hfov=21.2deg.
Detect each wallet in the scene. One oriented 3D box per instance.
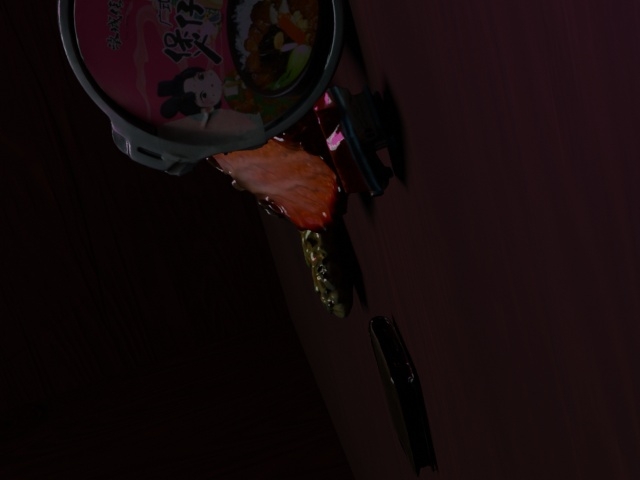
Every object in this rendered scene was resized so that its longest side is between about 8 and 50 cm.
[{"bbox_3d":[0.098,0.188,2.039,0.198,0.031,0.110,75,174,-46],"label":"wallet"}]

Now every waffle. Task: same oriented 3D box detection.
[{"bbox_3d":[0.003,-0.001,2.308,0.204,0.054,0.223,86,167,-74],"label":"waffle"}]

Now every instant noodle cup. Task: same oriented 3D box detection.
[{"bbox_3d":[-0.103,-0.231,1.592,0.258,0.302,0.181,30,-157,-12],"label":"instant noodle cup"}]

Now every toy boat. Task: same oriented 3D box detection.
[{"bbox_3d":[0.037,-0.084,1.497,0.173,0.059,0.069,64,-174,-68],"label":"toy boat"}]

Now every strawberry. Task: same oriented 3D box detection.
[{"bbox_3d":[-0.018,-0.105,1.851,0.190,0.111,0.236,45,159,-16],"label":"strawberry"}]
